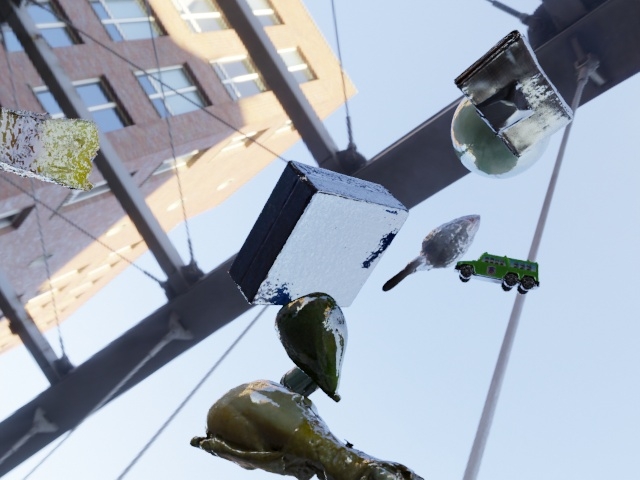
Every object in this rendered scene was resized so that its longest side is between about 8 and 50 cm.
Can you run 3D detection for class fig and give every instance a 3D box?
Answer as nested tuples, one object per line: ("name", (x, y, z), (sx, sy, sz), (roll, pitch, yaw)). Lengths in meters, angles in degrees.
("fig", (-0.004, 0.170, 0.886), (0.117, 0.117, 0.178), (-39, -119, 40))

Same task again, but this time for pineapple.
("pineapple", (-0.450, -0.144, 0.816), (0.186, 0.236, 0.115), (2, -93, 64))

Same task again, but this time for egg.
("egg", (0.379, -0.231, 1.172), (0.202, 0.282, 0.203), (-1, -95, 15))

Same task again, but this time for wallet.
("wallet", (0.325, -0.233, 0.922), (0.124, 0.230, 0.042), (-39, -133, 21))

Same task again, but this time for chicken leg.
("chicken leg", (-0.021, 0.341, 0.899), (0.429, 0.201, 0.153), (12, -85, 40))

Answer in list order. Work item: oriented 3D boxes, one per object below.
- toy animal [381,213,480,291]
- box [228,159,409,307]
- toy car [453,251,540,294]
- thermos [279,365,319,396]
("toy animal", (0.271, 0.023, 1.259), (0.090, 0.324, 0.195), (47, -63, 10))
("box", (0.000, 0.000, 1.100), (0.116, 0.278, 0.262), (49, -63, 35))
("toy car", (0.350, 0.062, 1.103), (0.165, 0.071, 0.063), (11, -102, 14))
("thermos", (-0.020, 0.276, 1.155), (0.073, 0.083, 0.188), (56, -42, 14))
